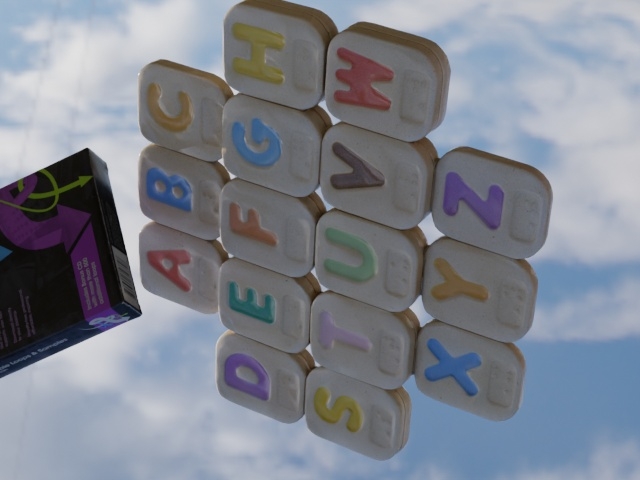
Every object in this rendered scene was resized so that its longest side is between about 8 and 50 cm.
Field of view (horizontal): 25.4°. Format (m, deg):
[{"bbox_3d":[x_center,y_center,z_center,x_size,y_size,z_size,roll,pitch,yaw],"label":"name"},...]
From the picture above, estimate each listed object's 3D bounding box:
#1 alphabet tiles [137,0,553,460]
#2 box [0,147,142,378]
[{"bbox_3d":[0.000,0.000,0.857,0.278,0.284,0.021,20,-146,25],"label":"alphabet tiles"},{"bbox_3d":[-0.197,0.025,0.877,0.162,0.029,0.116,-25,-120,12],"label":"box"}]
